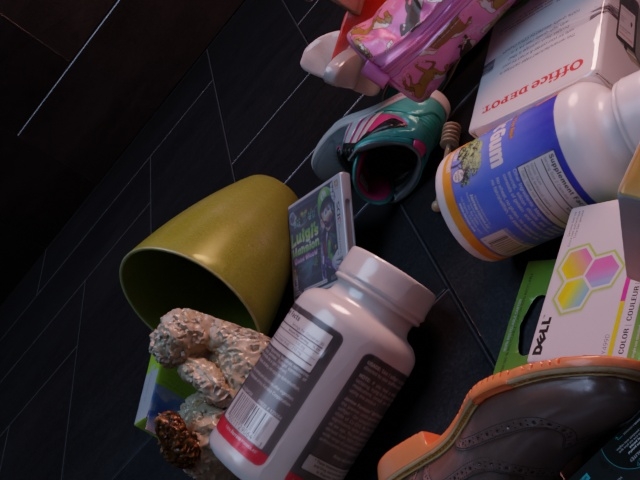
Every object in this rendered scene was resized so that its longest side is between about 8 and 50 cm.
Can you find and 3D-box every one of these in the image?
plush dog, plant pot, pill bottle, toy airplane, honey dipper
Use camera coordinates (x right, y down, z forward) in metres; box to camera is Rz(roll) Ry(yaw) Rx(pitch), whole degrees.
[{"bbox_3d":[-0.129,0.245,1.207,0.211,0.262,0.225,8,71,35],"label":"plush dog"},{"bbox_3d":[-0.157,0.023,1.471,0.275,0.275,0.293,-24,24,46],"label":"plant pot"},{"bbox_3d":[0.279,-0.088,0.955,0.272,0.152,0.152,-29,37,42],"label":"pill bottle"},{"bbox_3d":[0.083,-0.428,1.339,0.384,0.272,0.386,-39,-13,-21],"label":"toy airplane"},{"bbox_3d":[0.011,0.173,1.072,0.318,0.176,0.176,-57,26,-4],"label":"pill bottle"},{"bbox_3d":[0.191,-0.111,1.272,0.030,0.030,0.160,-21,46,48],"label":"honey dipper"}]

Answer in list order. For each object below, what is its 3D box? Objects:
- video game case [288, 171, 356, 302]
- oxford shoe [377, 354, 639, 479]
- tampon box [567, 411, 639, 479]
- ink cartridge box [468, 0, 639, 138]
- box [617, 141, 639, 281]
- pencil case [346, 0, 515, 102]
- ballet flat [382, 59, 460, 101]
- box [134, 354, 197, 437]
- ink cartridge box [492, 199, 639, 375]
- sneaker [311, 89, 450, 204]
[{"bbox_3d":[0.000,0.000,1.351,0.190,0.022,0.173,-29,61,58],"label":"video game case"},{"bbox_3d":[0.179,0.221,0.780,0.363,0.130,0.132,126,150,-47],"label":"oxford shoe"},{"bbox_3d":[0.288,0.228,0.635,0.120,0.101,0.161,-48,28,13],"label":"tampon box"},{"bbox_3d":[0.326,-0.245,1.101,0.198,0.115,0.273,-23,40,47],"label":"ink cartridge box"},{"bbox_3d":[0.409,-0.113,0.664,0.215,0.168,0.345,20,75,30],"label":"box"},{"bbox_3d":[0.211,-0.360,1.128,0.386,0.167,0.160,-44,57,23],"label":"pencil case"},{"bbox_3d":[0.202,-0.314,1.444,0.248,0.086,0.086,-47,28,13],"label":"ballet flat"},{"bbox_3d":[-0.263,0.286,1.470,0.042,0.109,0.178,-32,34,31],"label":"box"},{"bbox_3d":[0.266,0.066,0.864,0.255,0.097,0.188,-11,50,53],"label":"ink cartridge box"},{"bbox_3d":[0.077,-0.127,1.381,0.295,0.124,0.178,-26,29,42],"label":"sneaker"}]
